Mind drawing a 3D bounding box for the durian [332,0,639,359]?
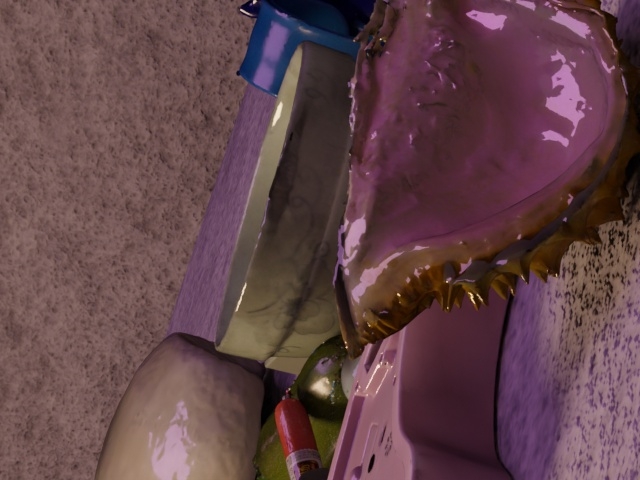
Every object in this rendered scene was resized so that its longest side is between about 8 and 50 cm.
[{"bbox_3d":[0.133,-0.062,1.280,0.195,0.185,0.305,-21,41,45],"label":"durian"}]

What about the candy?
[{"bbox_3d":[-0.185,0.317,2.380,0.386,0.186,0.427,-113,36,-69],"label":"candy"}]

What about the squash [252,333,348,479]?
[{"bbox_3d":[-0.010,0.180,1.860,0.331,0.087,0.087,124,160,-59],"label":"squash"}]

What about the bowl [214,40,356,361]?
[{"bbox_3d":[0.009,-0.024,1.849,0.307,0.163,0.307,-164,90,-81],"label":"bowl"}]

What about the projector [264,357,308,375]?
[{"bbox_3d":[0.000,0.000,2.115,0.259,0.079,0.257,130,154,-71],"label":"projector"}]

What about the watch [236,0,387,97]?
[{"bbox_3d":[-0.008,-0.227,2.225,0.200,0.196,0.171,-79,-2,-71],"label":"watch"}]

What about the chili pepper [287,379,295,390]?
[{"bbox_3d":[-0.031,0.196,2.142,0.027,0.022,0.083,-168,91,-79],"label":"chili pepper"}]

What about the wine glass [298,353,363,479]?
[{"bbox_3d":[0.045,0.143,1.619,0.079,0.079,0.195,-91,18,-60],"label":"wine glass"}]

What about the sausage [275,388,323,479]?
[{"bbox_3d":[-0.005,0.237,1.692,0.034,0.034,0.253,116,147,-46],"label":"sausage"}]

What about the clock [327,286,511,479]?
[{"bbox_3d":[0.079,0.142,1.422,0.275,0.080,0.290,153,132,-76],"label":"clock"}]
